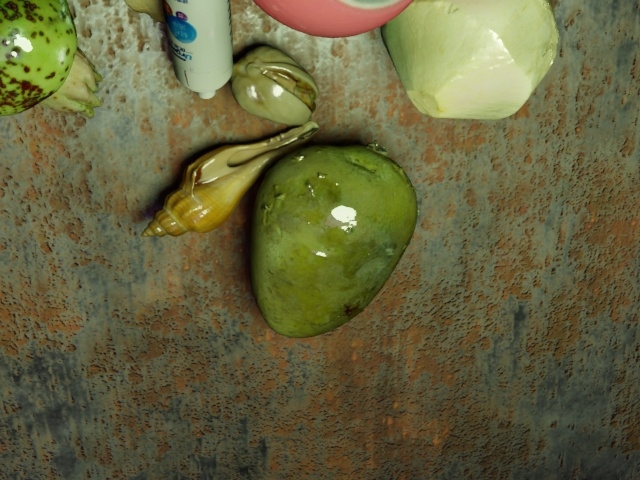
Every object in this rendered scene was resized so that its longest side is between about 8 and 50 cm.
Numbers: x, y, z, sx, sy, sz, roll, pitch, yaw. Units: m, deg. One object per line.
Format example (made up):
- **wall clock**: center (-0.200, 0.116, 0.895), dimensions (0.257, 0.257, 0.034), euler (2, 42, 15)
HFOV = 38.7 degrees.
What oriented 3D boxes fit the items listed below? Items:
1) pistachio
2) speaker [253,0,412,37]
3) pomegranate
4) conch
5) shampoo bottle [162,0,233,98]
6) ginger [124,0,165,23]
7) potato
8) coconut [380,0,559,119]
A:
- **pistachio**: center (-0.069, -0.227, 1.372), dimensions (0.113, 0.113, 0.149), euler (-44, 128, 16)
- **speaker**: center (0.013, -0.416, 1.167), dimensions (0.294, 0.294, 0.294), euler (-6, 124, -9)
- **pomegranate**: center (-0.414, -0.242, 1.217), dimensions (0.204, 0.222, 0.276), euler (-35, 142, -13)
- **conch**: center (-0.147, -0.101, 1.451), dimensions (0.330, 0.093, 0.109), euler (-37, 107, -12)
- **shampoo bottle**: center (-0.166, -0.296, 1.238), dimensions (0.092, 0.092, 0.303), euler (-8, 153, -8)
- **ginger**: center (-0.174, -0.383, 1.259), dimensions (0.213, 0.074, 0.137), euler (-18, 144, 3)
- **potato**: center (0.015, 0.002, 1.472), dimensions (0.270, 0.219, 0.359), euler (-9, 137, -24)
- **coconut**: center (0.209, -0.286, 1.302), dimensions (0.259, 0.259, 0.259), euler (-6, 124, -9)
